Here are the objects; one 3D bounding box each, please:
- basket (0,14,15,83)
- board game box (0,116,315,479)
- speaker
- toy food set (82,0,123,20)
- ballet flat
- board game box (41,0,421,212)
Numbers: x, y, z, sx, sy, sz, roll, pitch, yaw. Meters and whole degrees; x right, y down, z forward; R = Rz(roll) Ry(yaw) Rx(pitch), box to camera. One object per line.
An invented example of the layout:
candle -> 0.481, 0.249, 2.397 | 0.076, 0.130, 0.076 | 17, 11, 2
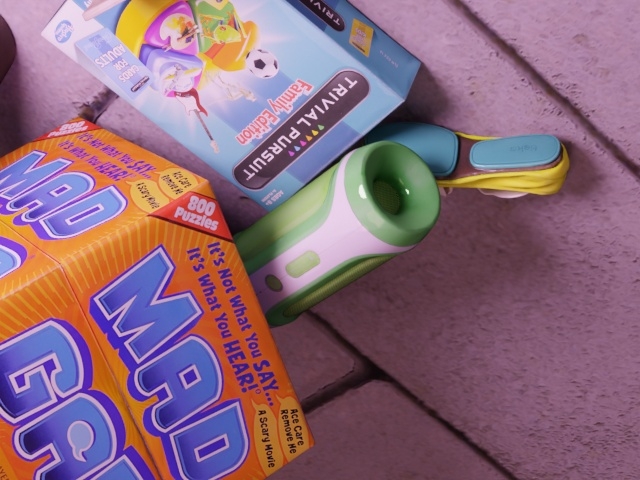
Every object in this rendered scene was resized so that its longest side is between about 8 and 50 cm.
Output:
basket -> -0.455, -0.176, 1.631 | 0.154, 0.227, 0.204 | 15, 135, 8
board game box -> -0.288, 0.125, 1.607 | 0.356, 0.356, 0.356 | 27, 143, 55
speaker -> 0.000, 0.000, 1.592 | 0.131, 0.131, 0.296 | 39, 139, -16
toy food set -> -0.216, -0.390, 1.367 | 0.220, 0.092, 0.306 | -23, 96, 31
ballet flat -> 0.161, -0.081, 1.588 | 0.231, 0.077, 0.077 | 4, 146, 16
board game box -> -0.101, -0.211, 1.563 | 0.336, 0.079, 0.254 | 38, 134, -14
